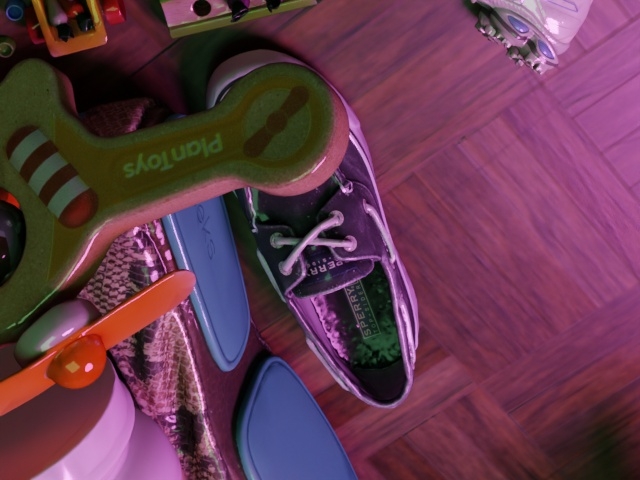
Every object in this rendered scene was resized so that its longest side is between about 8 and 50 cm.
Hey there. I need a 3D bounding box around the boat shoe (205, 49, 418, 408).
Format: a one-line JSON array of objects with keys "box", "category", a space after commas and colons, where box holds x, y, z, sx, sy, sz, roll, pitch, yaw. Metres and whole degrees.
[{"box": [0.000, 0.000, 1.362, 0.108, 0.102, 0.301, -18, 122, 8], "category": "boat shoe"}]

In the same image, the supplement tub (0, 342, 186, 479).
[{"box": [-0.190, 0.262, 1.322, 0.241, 0.241, 0.331, -15, 118, 6], "category": "supplement tub"}]

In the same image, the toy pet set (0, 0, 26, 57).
[{"box": [-0.278, -0.116, 1.291, 0.114, 0.065, 0.122, 14, 121, -12], "category": "toy pet set"}]

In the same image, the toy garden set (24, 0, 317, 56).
[{"box": [-0.126, -0.238, 1.231, 0.203, 0.049, 0.244, -13, 123, 4], "category": "toy garden set"}]

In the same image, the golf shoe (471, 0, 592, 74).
[{"box": [0.119, -0.198, 1.277, 0.176, 0.069, 0.086, 38, 93, -27], "category": "golf shoe"}]

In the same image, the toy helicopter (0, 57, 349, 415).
[{"box": [-0.146, -0.015, 1.181, 0.355, 0.235, 0.140, -17, 161, 16], "category": "toy helicopter"}]

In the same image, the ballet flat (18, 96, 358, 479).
[{"box": [-0.105, 0.112, 1.413, 0.182, 0.164, 0.483, -12, 118, 24], "category": "ballet flat"}]
